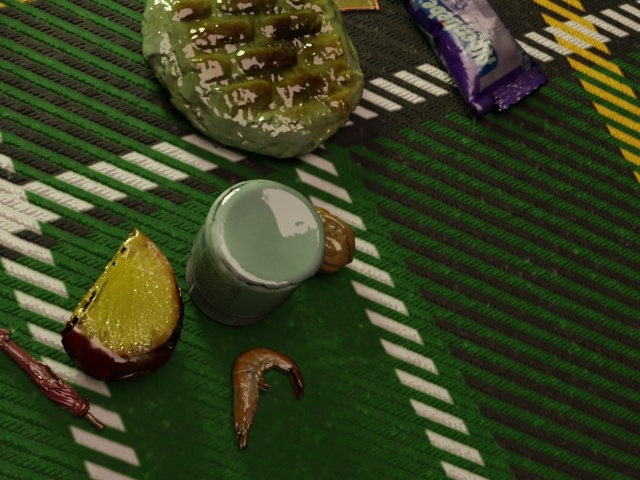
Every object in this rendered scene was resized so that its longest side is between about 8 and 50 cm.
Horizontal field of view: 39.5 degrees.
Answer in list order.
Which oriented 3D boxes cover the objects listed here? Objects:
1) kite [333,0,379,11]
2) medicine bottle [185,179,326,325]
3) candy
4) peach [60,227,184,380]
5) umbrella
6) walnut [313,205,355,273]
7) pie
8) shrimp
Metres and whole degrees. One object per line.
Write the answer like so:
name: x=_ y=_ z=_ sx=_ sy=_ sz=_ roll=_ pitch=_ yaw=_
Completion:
kite: x=-0.063 y=-0.460 z=1.304 sx=0.377 sy=0.013 sz=0.327 roll=28 pitch=62 yaw=-6
medicine bottle: x=-0.080 y=0.020 z=1.020 sx=0.135 sy=0.168 sz=0.135 roll=7 pitch=67 yaw=-16
candy: x=0.215 y=-0.314 z=1.311 sx=0.145 sy=0.070 sz=0.275 roll=-30 pitch=86 yaw=-20
peach: x=-0.221 y=0.079 z=0.993 sx=0.127 sy=0.092 sz=0.172 roll=10 pitch=55 yaw=-20
umbrella: x=-0.299 y=0.151 z=0.975 sx=0.165 sy=0.025 sz=0.027 roll=39 pitch=84 yaw=1
walnut: x=0.000 y=0.000 z=1.108 sx=0.096 sy=0.082 sz=0.079 roll=33 pitch=35 yaw=-2
pie: x=-0.079 y=-0.247 z=1.176 sx=0.306 sy=0.071 sz=0.306 roll=5 pitch=73 yaw=-19
shrimp: x=-0.065 y=0.186 z=1.040 sx=0.091 sy=0.025 sz=0.127 roll=18 pitch=62 yaw=-13
